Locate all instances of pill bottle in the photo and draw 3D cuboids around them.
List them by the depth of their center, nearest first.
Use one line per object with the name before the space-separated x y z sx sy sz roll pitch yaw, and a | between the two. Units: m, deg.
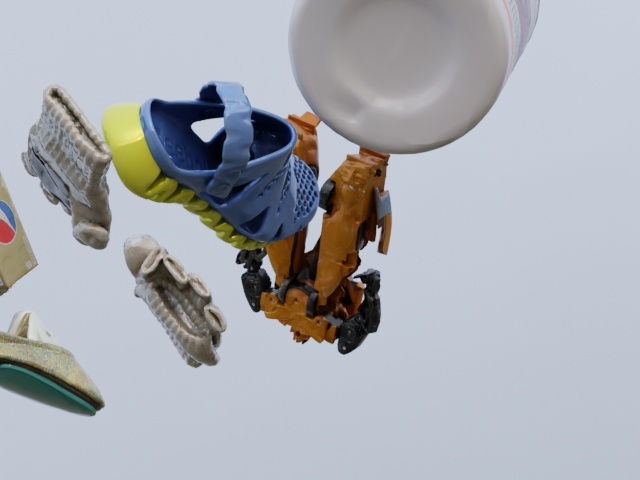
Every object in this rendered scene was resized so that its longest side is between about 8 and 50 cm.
pill bottle | 0.115 -0.248 1.887 0.224 0.224 0.392 -24 12 19

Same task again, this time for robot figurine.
robot figurine | 0.000 0.000 2.140 0.085 0.211 0.291 -38 -35 -46

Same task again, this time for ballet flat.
ballet flat | -0.428 0.130 2.286 0.348 0.123 0.123 20 -35 -23

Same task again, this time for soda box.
soda box | -0.345 -0.041 1.722 0.058 0.181 0.061 -11 17 27

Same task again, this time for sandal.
sandal | -0.077 -0.078 1.770 0.138 0.126 0.317 -24 -20 22

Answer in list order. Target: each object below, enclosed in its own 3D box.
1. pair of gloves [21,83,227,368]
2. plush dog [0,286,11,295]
pair of gloves | -0.155 0.002 1.370 0.042 0.240 0.204 -36 1 -14
plush dog | -0.569 0.055 2.583 0.210 0.262 0.225 16 -30 2
